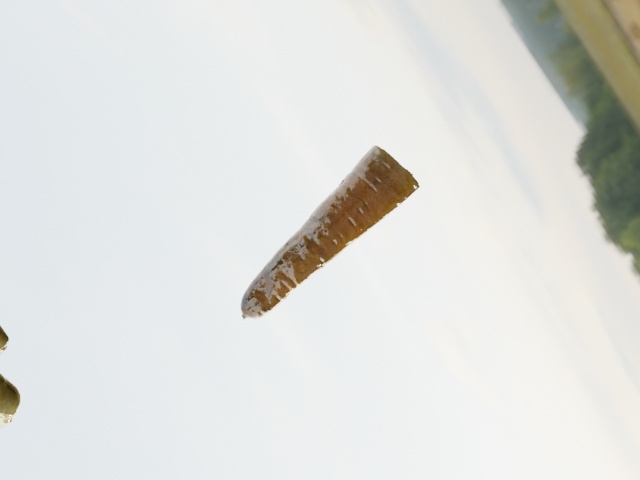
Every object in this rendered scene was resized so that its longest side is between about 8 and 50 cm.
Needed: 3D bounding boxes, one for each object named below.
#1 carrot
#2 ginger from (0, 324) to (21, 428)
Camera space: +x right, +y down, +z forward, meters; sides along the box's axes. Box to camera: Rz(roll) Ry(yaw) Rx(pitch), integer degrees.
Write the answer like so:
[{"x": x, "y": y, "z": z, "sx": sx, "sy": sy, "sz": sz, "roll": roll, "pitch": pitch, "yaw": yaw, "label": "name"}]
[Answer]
[{"x": 0.000, "y": 0.000, "z": 1.360, "sx": 0.061, "sy": 0.210, "sz": 0.061, "roll": 45, "pitch": 175, "yaw": 5, "label": "carrot"}, {"x": -0.271, "y": 0.061, "z": 0.978, "sx": 0.299, "sy": 0.118, "sz": 0.065, "roll": 105, "pitch": 172, "yaw": -62, "label": "ginger"}]
